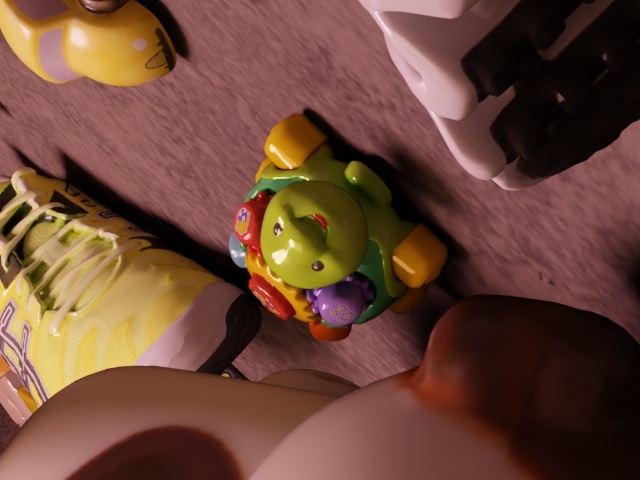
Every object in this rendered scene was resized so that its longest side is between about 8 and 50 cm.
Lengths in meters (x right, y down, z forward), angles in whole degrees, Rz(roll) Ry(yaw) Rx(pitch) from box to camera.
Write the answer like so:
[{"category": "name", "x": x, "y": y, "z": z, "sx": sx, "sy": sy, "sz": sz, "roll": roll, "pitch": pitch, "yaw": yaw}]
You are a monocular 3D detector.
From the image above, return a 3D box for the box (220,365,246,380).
[{"category": "box", "x": -0.092, "y": 0.144, "z": 1.369, "sx": 0.207, "sy": 0.114, "sz": 0.036, "roll": 41, "pitch": 165, "yaw": 9}]

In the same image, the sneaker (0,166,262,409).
[{"category": "sneaker", "x": -0.166, "y": 0.037, "z": 1.212, "sx": 0.147, "sy": 0.145, "sz": 0.384, "roll": 49, "pitch": 164, "yaw": -21}]

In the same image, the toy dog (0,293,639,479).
[{"category": "toy dog", "x": 0.019, "y": 0.145, "z": 0.774, "sx": 0.395, "sy": 0.284, "sz": 0.408, "roll": 39, "pitch": 159, "yaw": -15}]

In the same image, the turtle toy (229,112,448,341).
[{"category": "turtle toy", "x": 0.000, "y": 0.000, "z": 0.798, "sx": 0.095, "sy": 0.066, "sz": 0.130, "roll": 42, "pitch": 166, "yaw": 6}]

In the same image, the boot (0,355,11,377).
[{"category": "boot", "x": -0.235, "y": 0.110, "z": 1.731, "sx": 0.295, "sy": 0.104, "sz": 0.211, "roll": 45, "pitch": 161, "yaw": -26}]

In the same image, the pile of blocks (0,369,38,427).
[{"category": "pile of blocks", "x": -0.108, "y": 0.158, "z": 1.499, "sx": 0.362, "sy": 0.112, "sz": 0.149, "roll": 31, "pitch": 142, "yaw": 30}]

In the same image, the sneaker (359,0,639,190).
[{"category": "sneaker", "x": 0.007, "y": -0.125, "z": 0.370, "sx": 0.118, "sy": 0.110, "sz": 0.292, "roll": 46, "pitch": 168, "yaw": 31}]

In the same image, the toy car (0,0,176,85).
[{"category": "toy car", "x": -0.188, "y": -0.162, "z": 0.880, "sx": 0.239, "sy": 0.053, "sz": 0.225, "roll": 24, "pitch": 156, "yaw": 53}]
